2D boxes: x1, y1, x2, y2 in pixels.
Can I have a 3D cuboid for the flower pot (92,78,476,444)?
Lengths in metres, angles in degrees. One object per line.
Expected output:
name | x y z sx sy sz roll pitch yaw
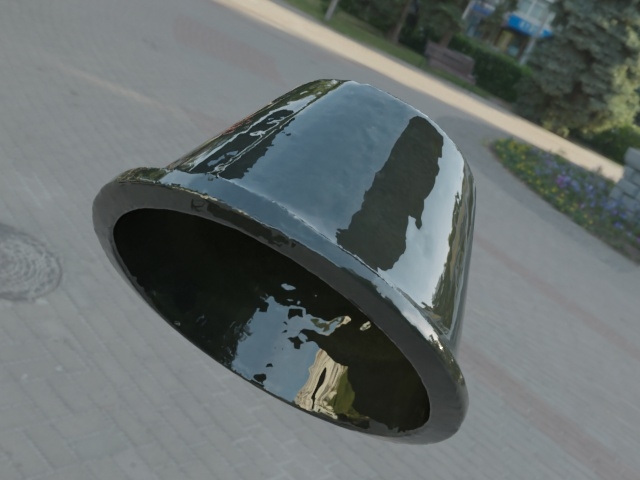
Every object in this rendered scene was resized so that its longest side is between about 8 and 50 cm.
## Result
flower pot | 0.000 0.000 0.525 0.269 0.269 0.166 28 62 5
